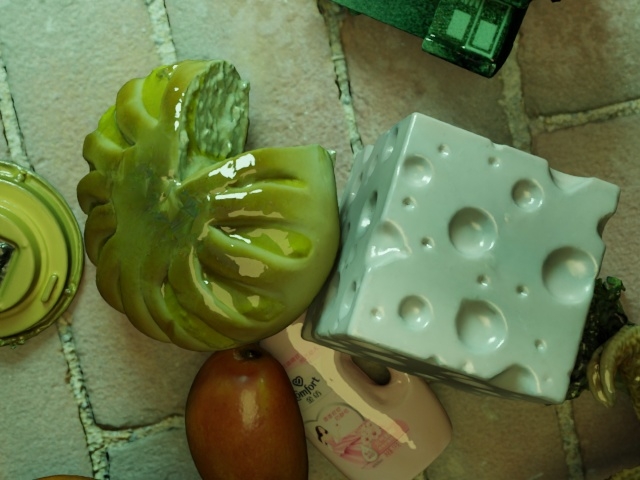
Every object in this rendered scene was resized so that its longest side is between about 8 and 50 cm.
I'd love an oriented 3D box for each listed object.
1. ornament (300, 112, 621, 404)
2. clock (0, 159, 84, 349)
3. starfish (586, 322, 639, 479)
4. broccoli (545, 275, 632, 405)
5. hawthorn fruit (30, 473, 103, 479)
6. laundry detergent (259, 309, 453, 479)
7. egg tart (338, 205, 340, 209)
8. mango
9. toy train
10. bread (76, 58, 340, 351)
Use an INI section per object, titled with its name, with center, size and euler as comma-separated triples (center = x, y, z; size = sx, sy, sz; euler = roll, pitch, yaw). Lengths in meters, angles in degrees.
[ornament]
center = 0.143, 0.030, 1.143
size = 0.240, 0.240, 0.239
euler = 19, 81, -10
[clock]
center = -0.403, 0.019, 1.248
size = 0.237, 0.057, 0.237
euler = -1, 101, -3
[starfish]
center = 0.387, 0.295, 1.242
size = 0.324, 0.082, 0.431
euler = -1, 118, -24
[broccoli]
center = 0.401, 0.150, 1.278
size = 0.304, 0.145, 0.164
euler = 17, 103, -18
[hawthorn fruit]
center = -0.254, 0.494, 1.152
size = 0.472, 0.472, 0.471
euler = 0, 100, -2
[laundry detergent]
center = 0.009, 0.155, 1.273
size = 0.159, 0.088, 0.335
euler = -40, 99, 5
[egg tart]
center = 0.000, 0.000, 1.269
size = 0.105, 0.039, 0.105
euler = 0, 100, -3
[mango]
center = -0.079, 0.252, 1.232
size = 0.146, 0.129, 0.289
euler = 5, 124, 36
[toy train]
center = 0.107, -0.307, 1.138
size = 0.330, 0.138, 0.178
euler = 25, 121, 12
[bread]
center = -0.140, -0.035, 1.153
size = 0.333, 0.160, 0.332
euler = -2, 84, 20
